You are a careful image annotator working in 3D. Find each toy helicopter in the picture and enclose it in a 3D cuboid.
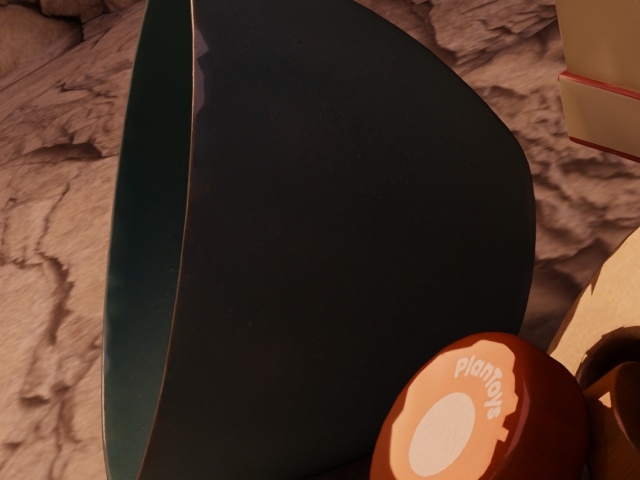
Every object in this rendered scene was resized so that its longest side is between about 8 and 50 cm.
[{"bbox_3d":[0.178,0.073,0.505,0.235,0.140,0.355,-54,27,3],"label":"toy helicopter"}]

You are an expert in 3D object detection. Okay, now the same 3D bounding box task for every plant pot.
[{"bbox_3d":[0.000,0.000,0.916,0.195,0.290,0.290,6,12,-14],"label":"plant pot"}]

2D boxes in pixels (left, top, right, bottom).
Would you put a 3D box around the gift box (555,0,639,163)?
[{"bbox_3d":[0.276,-0.145,0.894,0.255,0.258,0.276,-33,38,-24],"label":"gift box"}]
